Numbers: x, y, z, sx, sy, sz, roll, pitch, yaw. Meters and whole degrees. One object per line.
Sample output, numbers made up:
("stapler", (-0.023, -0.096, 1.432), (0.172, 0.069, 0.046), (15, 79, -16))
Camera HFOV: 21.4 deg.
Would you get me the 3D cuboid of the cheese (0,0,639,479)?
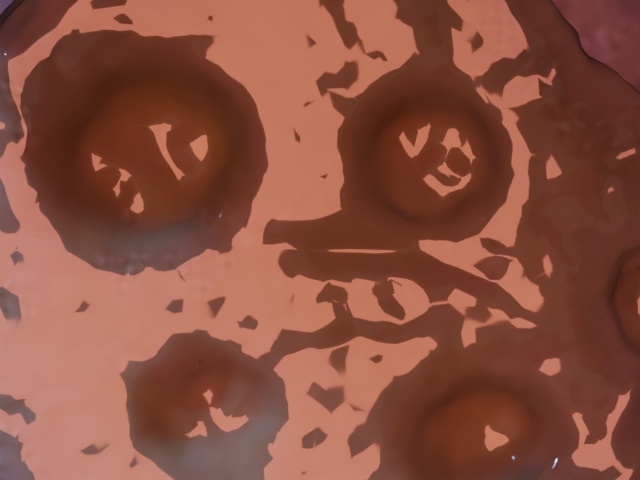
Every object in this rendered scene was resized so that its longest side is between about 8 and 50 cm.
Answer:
("cheese", (0.000, 0.000, 0.659), (0.318, 0.115, 0.326), (7, 94, -9))
